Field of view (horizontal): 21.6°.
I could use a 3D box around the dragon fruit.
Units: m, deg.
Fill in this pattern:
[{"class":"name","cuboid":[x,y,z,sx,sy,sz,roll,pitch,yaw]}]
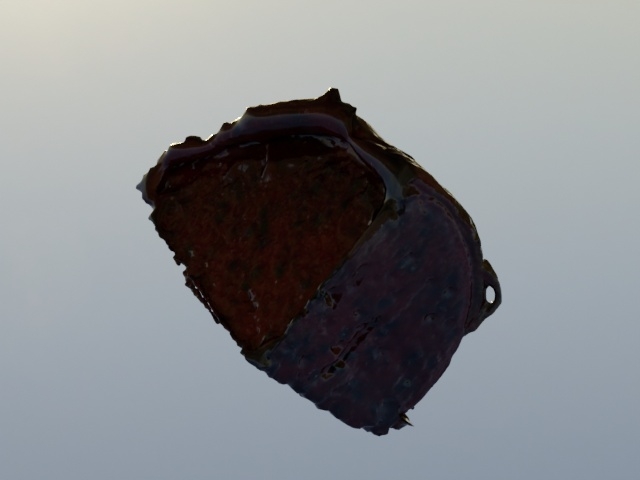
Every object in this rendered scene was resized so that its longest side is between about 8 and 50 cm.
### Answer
[{"class":"dragon fruit","cuboid":[0.002,-0.001,0.826,0.161,0.120,0.127,47,-173,38]}]
